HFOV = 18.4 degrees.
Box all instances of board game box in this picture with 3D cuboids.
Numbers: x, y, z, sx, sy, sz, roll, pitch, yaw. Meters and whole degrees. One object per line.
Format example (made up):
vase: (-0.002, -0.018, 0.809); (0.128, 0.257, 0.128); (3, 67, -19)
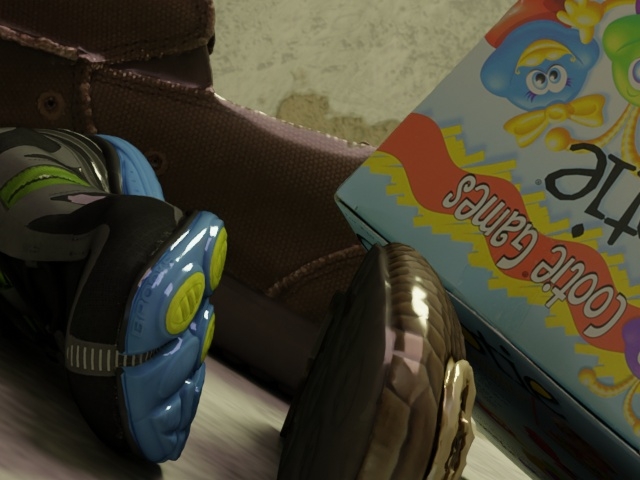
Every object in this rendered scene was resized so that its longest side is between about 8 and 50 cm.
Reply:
board game box: (0.130, 0.025, 0.727); (0.144, 0.142, 0.275); (41, -6, 24)

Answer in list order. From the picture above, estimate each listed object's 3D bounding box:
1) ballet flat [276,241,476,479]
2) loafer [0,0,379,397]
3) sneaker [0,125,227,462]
ballet flat: (0.023, 0.049, 0.572); (0.058, 0.084, 0.250); (23, -3, -1)
loafer: (-0.096, -0.067, 0.798); (0.366, 0.130, 0.134); (31, 2, -8)
sneaker: (-0.073, 0.009, 0.529); (0.078, 0.067, 0.188); (8, 13, -20)
